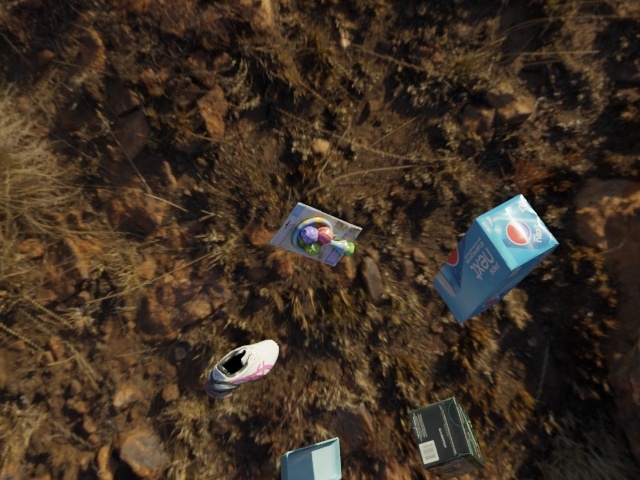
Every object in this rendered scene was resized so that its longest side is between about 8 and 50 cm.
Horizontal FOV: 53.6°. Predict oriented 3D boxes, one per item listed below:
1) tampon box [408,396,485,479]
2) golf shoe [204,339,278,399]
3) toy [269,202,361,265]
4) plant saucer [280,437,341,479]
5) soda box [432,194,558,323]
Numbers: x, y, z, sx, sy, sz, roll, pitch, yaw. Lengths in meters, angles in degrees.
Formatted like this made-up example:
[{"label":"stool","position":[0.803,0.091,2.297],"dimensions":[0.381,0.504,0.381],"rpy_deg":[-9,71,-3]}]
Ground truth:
[{"label":"tampon box","position":[0.264,0.415,1.318],"dimensions":[0.101,0.161,0.120],"rpy_deg":[-22,56,13]},{"label":"golf shoe","position":[-0.142,0.241,1.246],"dimensions":[0.067,0.186,0.086],"rpy_deg":[41,129,17]},{"label":"toy","position":[0.000,0.000,1.660],"dimensions":[0.237,0.056,0.137],"rpy_deg":[19,115,-43]},{"label":"plant saucer","position":[-0.013,0.351,0.981],"dimensions":[0.018,0.192,0.067],"rpy_deg":[-9,77,22]},{"label":"soda box","position":[0.203,0.031,0.771],"dimensions":[0.067,0.210,0.071],"rpy_deg":[-27,71,-15]}]
